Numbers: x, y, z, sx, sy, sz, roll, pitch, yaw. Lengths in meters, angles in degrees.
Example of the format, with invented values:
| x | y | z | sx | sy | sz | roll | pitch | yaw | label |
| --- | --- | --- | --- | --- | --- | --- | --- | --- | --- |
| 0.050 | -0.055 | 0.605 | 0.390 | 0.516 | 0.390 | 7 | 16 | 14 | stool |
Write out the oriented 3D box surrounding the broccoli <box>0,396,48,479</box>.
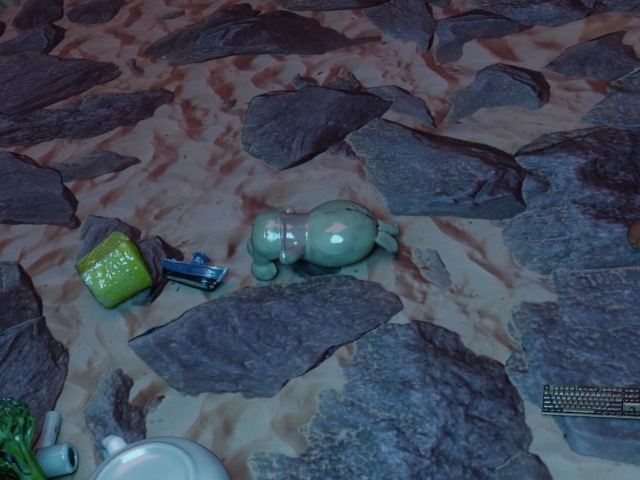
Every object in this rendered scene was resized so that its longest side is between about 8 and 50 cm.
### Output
| x | y | z | sx | sy | sz | roll | pitch | yaw | label |
| --- | --- | --- | --- | --- | --- | --- | --- | --- | --- |
| -0.485 | 0.350 | 1.210 | 0.294 | 0.245 | 0.265 | -50 | 10 | -5 | broccoli |

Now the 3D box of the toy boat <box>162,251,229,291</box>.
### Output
| x | y | z | sx | sy | sz | roll | pitch | yaw | label |
| --- | --- | --- | --- | --- | --- | --- | --- | --- | --- |
| -0.221 | 0.050 | 1.578 | 0.137 | 0.060 | 0.061 | 11 | 68 | 36 | toy boat |

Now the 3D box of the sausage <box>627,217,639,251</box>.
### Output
| x | y | z | sx | sy | sz | roll | pitch | yaw | label |
| --- | --- | --- | --- | --- | --- | --- | --- | --- | --- |
| 0.521 | -0.011 | 1.370 | 0.094 | 0.059 | 0.054 | -15 | 57 | -2 | sausage |

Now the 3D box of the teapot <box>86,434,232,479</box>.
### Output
| x | y | z | sx | sy | sz | roll | pitch | yaw | label |
| --- | --- | --- | --- | --- | --- | --- | --- | --- | --- |
| -0.218 | 0.348 | 1.164 | 0.208 | 0.166 | 0.299 | -38 | 35 | -12 | teapot |

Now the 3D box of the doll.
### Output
| x | y | z | sx | sy | sz | roll | pitch | yaw | label |
| --- | --- | --- | --- | --- | --- | --- | --- | --- | --- |
| -0.006 | -0.010 | 1.526 | 0.275 | 0.113 | 0.155 | -9 | 36 | 12 | doll |

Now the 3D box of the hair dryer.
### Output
| x | y | z | sx | sy | sz | roll | pitch | yaw | label |
| --- | --- | --- | --- | --- | --- | --- | --- | --- | --- |
| -0.411 | 0.307 | 1.361 | 0.082 | 0.047 | 0.137 | -14 | 31 | 3 | hair dryer |

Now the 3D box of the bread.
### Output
| x | y | z | sx | sy | sz | roll | pitch | yaw | label |
| --- | --- | --- | --- | --- | --- | --- | --- | --- | --- |
| -0.365 | 0.054 | 1.591 | 0.114 | 0.111 | 0.129 | -34 | 18 | -12 | bread |

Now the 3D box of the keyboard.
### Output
| x | y | z | sx | sy | sz | roll | pitch | yaw | label |
| --- | --- | --- | --- | --- | --- | --- | --- | --- | --- |
| 0.362 | 0.215 | 1.192 | 0.129 | 0.015 | 0.049 | -1 | 42 | 20 | keyboard |
